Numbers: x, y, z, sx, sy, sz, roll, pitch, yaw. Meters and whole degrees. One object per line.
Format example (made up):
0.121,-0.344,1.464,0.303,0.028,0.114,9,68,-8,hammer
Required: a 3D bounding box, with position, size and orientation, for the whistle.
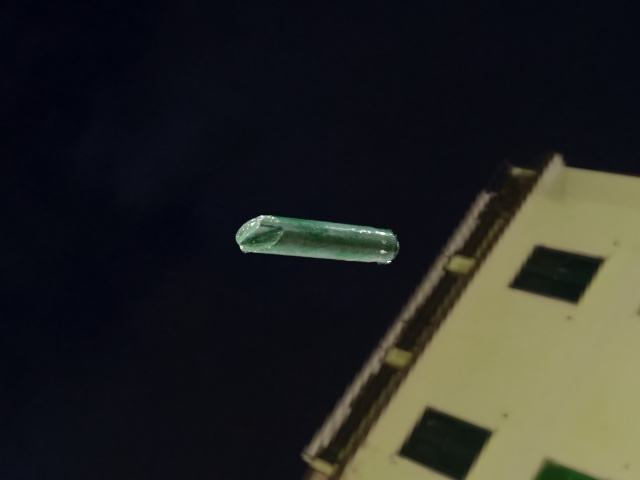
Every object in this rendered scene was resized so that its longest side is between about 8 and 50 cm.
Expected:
0.000,0.000,1.169,0.186,0.039,0.039,5,-84,-45,whistle
